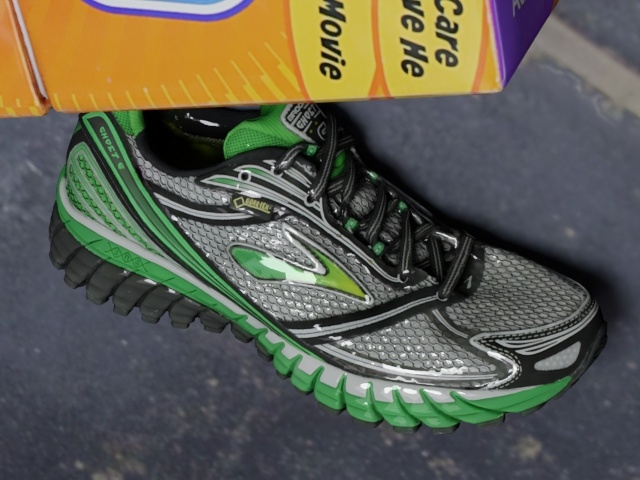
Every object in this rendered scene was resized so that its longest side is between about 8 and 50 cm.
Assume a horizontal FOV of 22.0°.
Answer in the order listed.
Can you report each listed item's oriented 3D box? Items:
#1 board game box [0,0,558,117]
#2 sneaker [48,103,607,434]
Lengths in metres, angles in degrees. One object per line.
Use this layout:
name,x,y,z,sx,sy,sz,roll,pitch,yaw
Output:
board game box,-0.076,-0.283,0.676,0.356,0.356,0.357,0,118,22
sneaker,0.000,0.000,0.945,0.343,0.134,0.146,19,123,12
